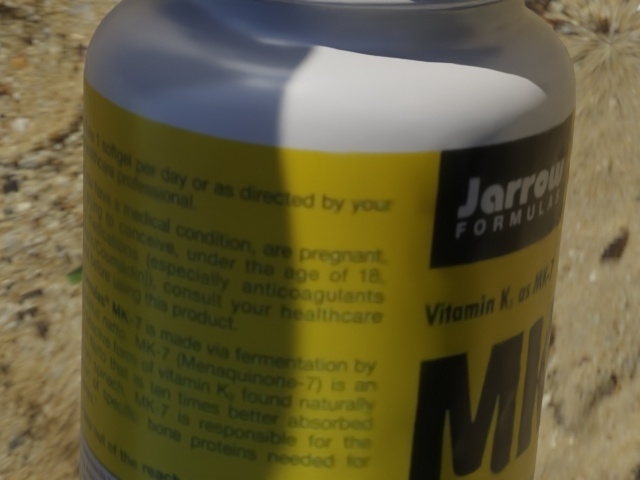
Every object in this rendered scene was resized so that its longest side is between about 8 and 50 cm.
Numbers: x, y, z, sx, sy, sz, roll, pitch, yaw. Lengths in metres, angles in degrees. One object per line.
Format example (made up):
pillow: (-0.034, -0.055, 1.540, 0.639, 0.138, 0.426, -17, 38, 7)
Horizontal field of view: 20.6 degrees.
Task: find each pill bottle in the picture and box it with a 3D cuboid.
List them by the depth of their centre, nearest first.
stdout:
pill bottle: (0.000, 0.000, 0.434, 0.119, 0.119, 0.208, 7, 111, 9)
